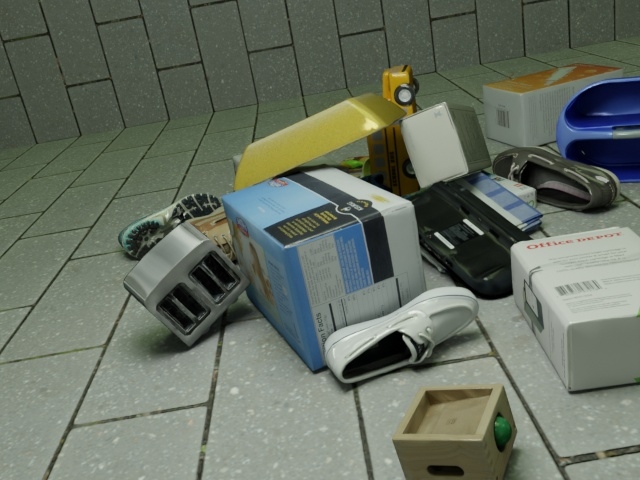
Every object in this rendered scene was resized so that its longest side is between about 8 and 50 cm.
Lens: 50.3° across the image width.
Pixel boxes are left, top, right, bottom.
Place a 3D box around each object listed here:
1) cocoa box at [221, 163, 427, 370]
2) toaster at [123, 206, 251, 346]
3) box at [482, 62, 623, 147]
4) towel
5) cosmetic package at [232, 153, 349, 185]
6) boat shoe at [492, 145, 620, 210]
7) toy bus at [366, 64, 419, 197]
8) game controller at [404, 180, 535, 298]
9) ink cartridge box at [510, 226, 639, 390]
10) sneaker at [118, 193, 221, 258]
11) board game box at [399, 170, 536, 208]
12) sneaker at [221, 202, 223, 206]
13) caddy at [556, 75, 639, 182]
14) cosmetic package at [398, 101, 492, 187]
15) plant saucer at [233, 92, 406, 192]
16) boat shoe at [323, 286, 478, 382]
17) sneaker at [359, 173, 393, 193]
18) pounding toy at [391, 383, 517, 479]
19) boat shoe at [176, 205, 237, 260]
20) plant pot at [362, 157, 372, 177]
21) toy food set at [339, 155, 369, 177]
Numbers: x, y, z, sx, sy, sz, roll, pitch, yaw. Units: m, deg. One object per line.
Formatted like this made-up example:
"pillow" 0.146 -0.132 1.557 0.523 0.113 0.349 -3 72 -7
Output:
"cocoa box" -0.003 0.027 1.204 0.228 0.231 0.347 -20 23 -18
"toaster" -0.238 0.072 1.216 0.168 0.185 0.110 -47 39 -13
"box" 0.697 -0.410 2.050 0.346 0.168 0.215 -16 22 -14
"towel" 0.297 -0.046 1.424 0.285 0.034 0.209 -23 47 -26
"cosmetic package" -0.078 -0.132 1.727 0.197 0.155 0.365 -14 23 -17
"boat shoe" 0.512 -0.144 1.560 0.096 0.112 0.335 -19 27 -33
"toy bus" 0.183 -0.249 1.664 0.130 0.332 0.108 -3 23 15
"game controller" 0.282 -0.009 1.309 0.167 0.067 0.319 -30 44 -13
"ink cartridge box" 0.420 0.091 1.019 0.199 0.114 0.273 -9 22 3
"sneaker" -0.388 -0.052 1.739 0.283 0.110 0.122 -25 23 -32
"board game box" 0.311 -0.080 1.566 0.306 0.053 0.193 -18 24 -18
"sneaker" -0.213 -0.069 1.770 0.065 0.061 0.158 -8 22 -19
"caddy" 0.730 -0.260 1.581 0.342 0.241 0.179 0 18 25
"cosmetic package" 0.293 -0.219 1.552 0.113 0.160 0.309 -18 0 26
"plant saucer" -0.003 -0.221 1.422 0.333 0.080 0.333 -21 8 18
"boat shoe" 0.135 0.154 1.045 0.258 0.095 0.084 -24 28 -6
"sneaker" 0.125 -0.085 1.532 0.082 0.069 0.209 -28 34 15
"pounding toy" 0.175 0.247 0.801 0.141 0.100 0.130 -10 19 31
"boat shoe" -0.230 -0.001 1.531 0.117 0.123 0.324 4 27 26
"plant pot" 0.172 -0.194 1.889 0.079 0.083 0.083 -13 19 -39
"toy food set" 0.114 -0.241 2.065 0.133 0.038 0.192 6 27 35
